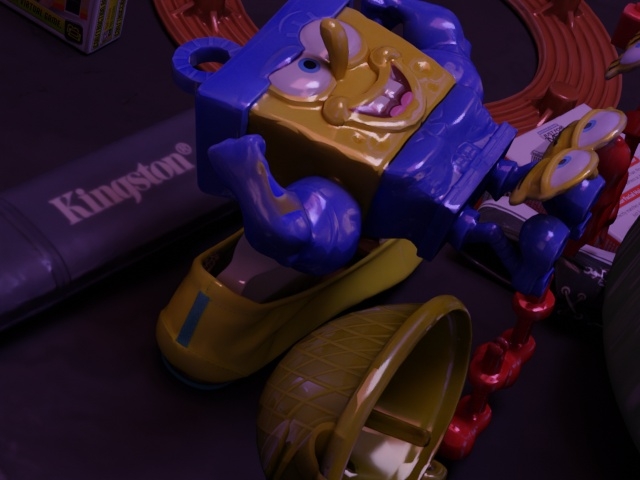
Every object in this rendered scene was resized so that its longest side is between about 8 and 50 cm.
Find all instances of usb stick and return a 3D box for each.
[{"bbox_3d":[-0.117,-0.014,0.886,0.077,0.045,0.278,37,41,24],"label":"usb stick"}]

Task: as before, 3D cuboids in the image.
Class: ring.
[{"bbox_3d":[0.050,-0.163,1.147,0.336,0.032,0.337,12,38,-9],"label":"ring"}]

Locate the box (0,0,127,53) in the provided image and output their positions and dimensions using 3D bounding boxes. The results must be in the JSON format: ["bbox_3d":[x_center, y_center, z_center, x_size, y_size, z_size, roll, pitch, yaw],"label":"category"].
[{"bbox_3d":[-0.206,-0.215,1.042,0.207,0.114,0.036,31,40,17],"label":"box"}]

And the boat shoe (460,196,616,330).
[{"bbox_3d":[0.139,0.024,0.945,0.142,0.049,0.040,31,45,27],"label":"boat shoe"}]

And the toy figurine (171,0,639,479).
[{"bbox_3d":[0.005,-0.013,0.791,0.217,0.191,0.362,29,52,14],"label":"toy figurine"}]

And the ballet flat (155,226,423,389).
[{"bbox_3d":[0.000,0.000,0.890,0.077,0.077,0.231,32,40,20],"label":"ballet flat"}]

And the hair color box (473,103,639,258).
[{"bbox_3d":[0.185,-0.005,0.990,0.167,0.053,0.093,41,45,25],"label":"hair color box"}]

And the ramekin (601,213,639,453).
[{"bbox_3d":[0.291,0.050,0.839,0.303,0.148,0.303,15,50,-18],"label":"ramekin"}]
